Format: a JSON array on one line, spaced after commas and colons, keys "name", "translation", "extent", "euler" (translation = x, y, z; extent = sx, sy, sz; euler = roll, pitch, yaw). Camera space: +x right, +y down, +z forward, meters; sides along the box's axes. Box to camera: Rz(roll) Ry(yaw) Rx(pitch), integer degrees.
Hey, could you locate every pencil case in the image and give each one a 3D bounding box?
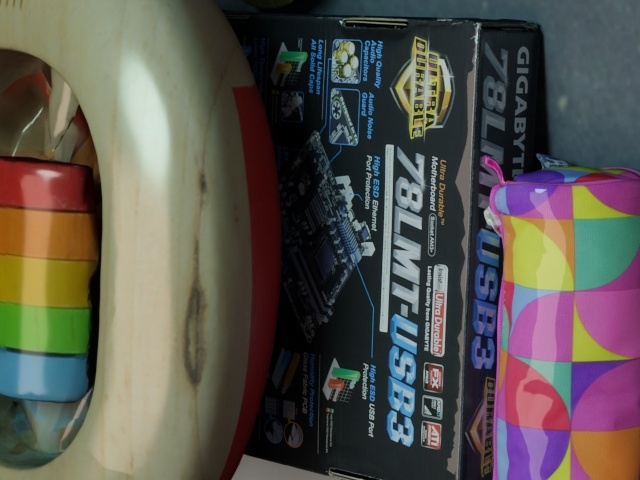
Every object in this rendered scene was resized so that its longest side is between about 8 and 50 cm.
[{"name": "pencil case", "translation": [0.146, 0.066, 1.060], "extent": [0.104, 0.104, 0.236], "euler": [5, 101, 44]}]

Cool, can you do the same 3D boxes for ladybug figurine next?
[{"name": "ladybug figurine", "translation": [-0.140, 0.020, 1.149], "extent": [0.305, 0.162, 0.449], "euler": [14, 103, 41]}]

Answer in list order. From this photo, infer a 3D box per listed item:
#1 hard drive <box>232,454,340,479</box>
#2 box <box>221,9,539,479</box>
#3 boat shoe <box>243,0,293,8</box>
[{"name": "hard drive", "translation": [-0.048, 0.188, 1.365], "extent": [0.233, 0.047, 0.353], "euler": [27, 123, 35]}, {"name": "box", "translation": [0.000, 0.000, 1.177], "extent": [0.293, 0.073, 0.296], "euler": [7, 99, 40]}, {"name": "boat shoe", "translation": [-0.009, -0.194, 1.181], "extent": [0.153, 0.048, 0.056], "euler": [-22, 102, 54]}]
